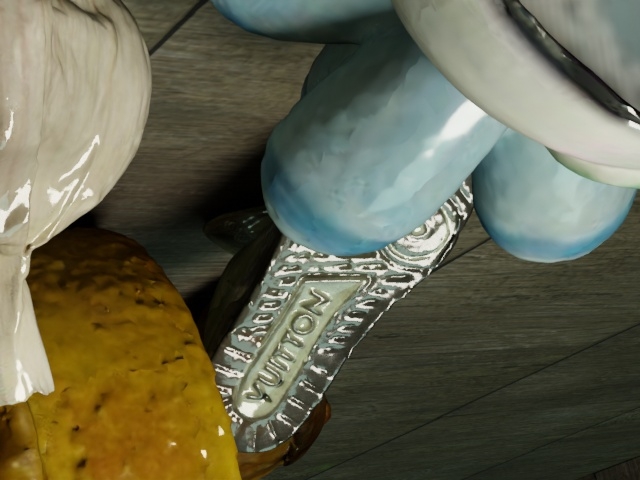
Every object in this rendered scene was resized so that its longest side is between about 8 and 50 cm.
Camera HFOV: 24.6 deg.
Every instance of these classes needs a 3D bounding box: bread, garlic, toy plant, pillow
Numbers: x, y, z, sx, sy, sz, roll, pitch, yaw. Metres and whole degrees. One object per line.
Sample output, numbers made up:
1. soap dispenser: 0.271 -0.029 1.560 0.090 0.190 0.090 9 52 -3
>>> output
1. bread: -0.205 0.165 1.021 0.215 0.398 0.398 -11 163 -24
2. garlic: -0.170 -0.027 0.686 0.218 0.212 0.218 -16 168 -4
3. toy plant: 0.074 -0.101 0.660 0.247 0.247 0.332 -4 167 -26
4. pillow: 0.025 -0.022 1.123 0.217 0.033 0.130 -18 155 17

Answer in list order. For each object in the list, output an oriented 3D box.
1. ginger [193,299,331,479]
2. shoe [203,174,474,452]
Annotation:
1. ginger: -0.069 0.139 1.343 0.165 0.172 0.321 27 157 -2
2. shoe: 0.002 0.001 1.031 0.109 0.149 0.293 31 103 -18
